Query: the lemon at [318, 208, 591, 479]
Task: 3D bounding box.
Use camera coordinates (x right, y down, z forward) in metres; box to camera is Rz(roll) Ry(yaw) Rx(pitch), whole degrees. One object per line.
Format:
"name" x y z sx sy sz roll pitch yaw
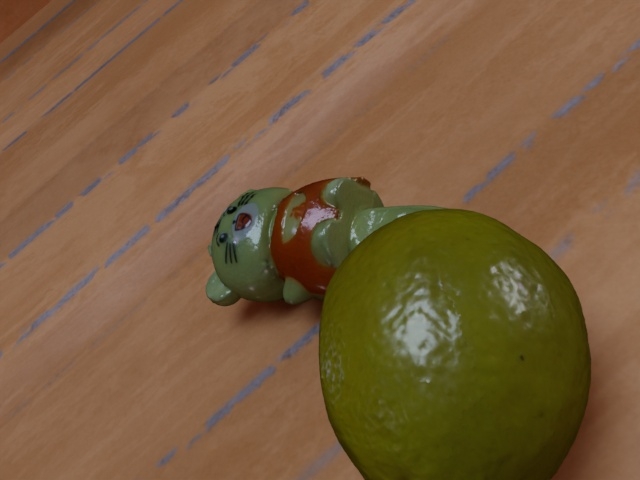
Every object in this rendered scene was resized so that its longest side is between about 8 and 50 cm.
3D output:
"lemon" 0.089 0.083 0.523 0.184 0.184 0.248 -18 49 24

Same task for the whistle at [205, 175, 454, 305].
"whistle" 0.000 0.000 0.729 0.288 0.106 0.131 -4 57 35
